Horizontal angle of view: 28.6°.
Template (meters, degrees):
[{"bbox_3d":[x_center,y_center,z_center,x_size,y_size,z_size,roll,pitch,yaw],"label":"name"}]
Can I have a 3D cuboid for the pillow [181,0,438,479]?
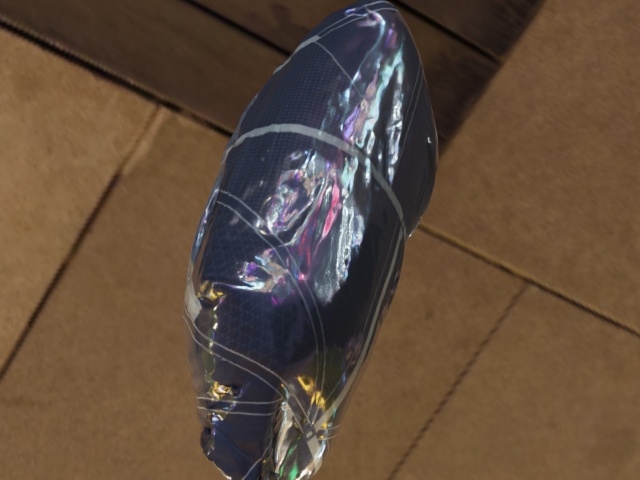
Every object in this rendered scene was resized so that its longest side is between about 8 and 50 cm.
[{"bbox_3d":[0.000,0.000,0.738,0.092,0.335,0.161,-3,137,29],"label":"pillow"}]
